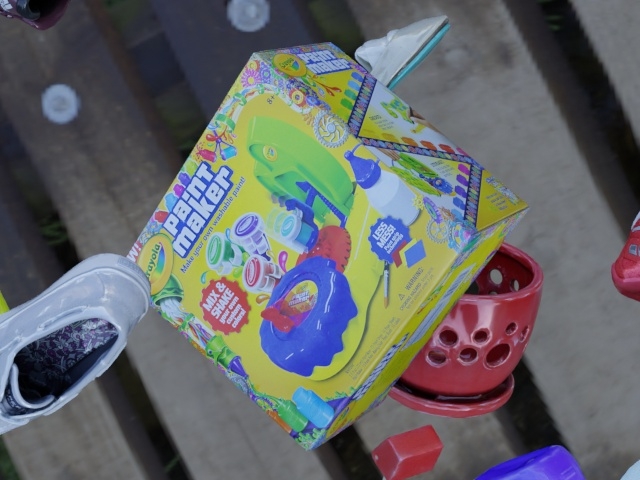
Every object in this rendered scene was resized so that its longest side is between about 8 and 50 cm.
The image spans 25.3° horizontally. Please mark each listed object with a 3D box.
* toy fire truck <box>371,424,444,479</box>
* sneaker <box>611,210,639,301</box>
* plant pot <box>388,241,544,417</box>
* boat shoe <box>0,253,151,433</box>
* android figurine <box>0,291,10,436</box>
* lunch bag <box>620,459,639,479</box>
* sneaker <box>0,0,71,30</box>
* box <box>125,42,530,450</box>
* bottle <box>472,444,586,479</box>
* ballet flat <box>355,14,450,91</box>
[{"bbox_3d":[0.079,0.265,1.256,0.135,0.047,0.192,60,148,29],"label":"toy fire truck"},{"bbox_3d":[0.249,0.076,0.670,0.118,0.107,0.279,-50,56,14],"label":"sneaker"},{"bbox_3d":[0.151,0.101,1.648,0.191,0.191,0.174,16,113,22],"label":"plant pot"},{"bbox_3d":[-0.173,0.079,0.869,0.184,0.063,0.066,-31,114,26],"label":"boat shoe"},{"bbox_3d":[-0.385,0.079,1.234,0.056,0.248,0.273,-12,108,51],"label":"android figurine"},{"bbox_3d":[0.166,0.221,0.514,0.108,0.224,0.279,10,86,51],"label":"lunch bag"},{"bbox_3d":[-0.369,-0.279,1.484,0.162,0.281,0.106,52,143,40],"label":"sneaker"},{"bbox_3d":[0.000,0.000,1.451,0.279,0.177,0.290,41,115,14],"label":"box"},{"bbox_3d":[0.239,0.338,1.338,0.118,0.092,0.283,-27,86,41],"label":"bottle"},{"bbox_3d":[0.057,-0.192,1.750,0.086,0.086,0.248,39,99,15],"label":"ballet flat"}]
